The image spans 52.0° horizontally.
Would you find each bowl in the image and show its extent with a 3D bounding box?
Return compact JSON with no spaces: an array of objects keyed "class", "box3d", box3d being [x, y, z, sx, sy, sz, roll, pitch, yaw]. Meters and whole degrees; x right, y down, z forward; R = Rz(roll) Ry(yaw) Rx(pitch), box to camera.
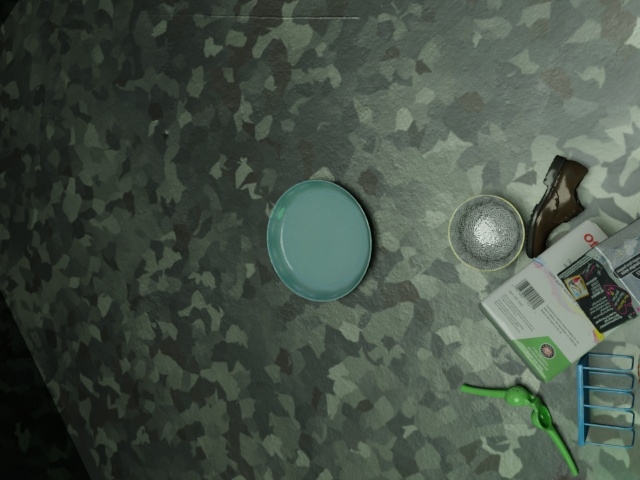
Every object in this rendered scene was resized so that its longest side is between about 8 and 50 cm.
[{"class":"bowl","box3d":[0.380,-0.020,1.468,0.170,0.080,0.170,5,99,31]}]

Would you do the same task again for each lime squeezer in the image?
[{"class":"lime squeezer","box3d":[0.464,0.398,1.482,0.310,0.058,0.110,35,112,22]}]

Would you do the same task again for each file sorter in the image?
[{"class":"file sorter","box3d":[0.593,0.329,1.360,0.104,0.118,0.171,0,96,28]}]

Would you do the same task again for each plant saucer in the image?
[{"class":"plant saucer","box3d":[0.000,0.000,1.721,0.317,0.043,0.318,4,98,31]}]

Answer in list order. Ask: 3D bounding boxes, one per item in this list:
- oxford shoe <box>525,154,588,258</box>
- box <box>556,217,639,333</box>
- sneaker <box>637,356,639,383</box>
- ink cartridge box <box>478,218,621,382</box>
[{"class":"oxford shoe","box3d":[0.501,-0.058,1.391,0.096,0.082,0.227,24,109,22]},{"class":"box","box3d":[0.592,0.037,1.183,0.247,0.163,0.142,-29,74,-15]},{"class":"sneaker","box3d":[0.698,0.302,1.340,0.064,0.061,0.158,-14,89,4]},{"class":"ink cartridge box","box3d":[0.495,0.124,1.337,0.278,0.117,0.201,-38,75,3]}]
